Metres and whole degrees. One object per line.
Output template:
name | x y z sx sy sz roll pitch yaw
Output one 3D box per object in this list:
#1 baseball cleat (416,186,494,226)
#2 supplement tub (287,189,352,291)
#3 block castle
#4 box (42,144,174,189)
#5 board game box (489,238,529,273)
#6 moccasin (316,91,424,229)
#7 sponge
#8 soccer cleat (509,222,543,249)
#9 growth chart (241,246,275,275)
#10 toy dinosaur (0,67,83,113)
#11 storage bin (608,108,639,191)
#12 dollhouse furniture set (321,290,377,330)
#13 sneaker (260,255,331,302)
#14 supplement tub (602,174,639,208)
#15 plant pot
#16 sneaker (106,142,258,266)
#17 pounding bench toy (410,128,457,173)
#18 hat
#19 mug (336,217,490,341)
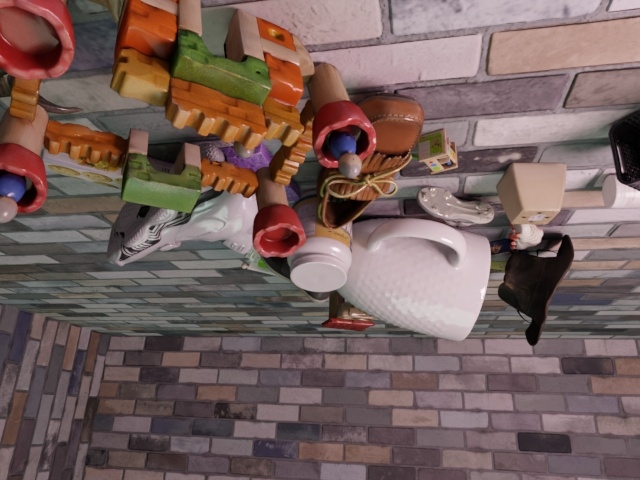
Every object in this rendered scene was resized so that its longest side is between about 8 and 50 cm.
baseball cleat | 0.291 -0.066 1.097 0.206 0.072 0.109 14 163 -19
supplement tub | 0.000 0.000 1.082 0.145 0.199 0.144 2 144 1
block castle | -0.179 -0.131 0.633 0.454 0.212 0.303 11 136 -29
box | -0.384 -0.139 0.983 0.324 0.063 0.067 14 157 -29
board game box | 0.479 0.061 1.448 0.243 0.042 0.165 -16 153 39
moccasin | 0.070 -0.123 0.858 0.139 0.146 0.380 10 158 -19
sponge | -0.133 -0.134 1.014 0.117 0.031 0.210 -6 157 18
soccer cleat | 0.518 -0.022 1.203 0.076 0.068 0.196 -10 164 17
growth chart | -0.113 0.014 1.293 0.172 0.021 0.237 9 131 -22
toy dinosaur | -0.493 -0.258 0.658 0.314 0.120 0.160 10 170 -33
storage bin | 0.566 -0.158 0.747 0.084 0.122 0.180 13 157 -25
dollhouse furniture set | 0.129 0.158 1.505 0.152 0.201 0.374 8 160 -16
sneaker | -0.052 0.049 1.202 0.222 0.083 0.118 35 138 13
supplement tub | 0.638 -0.100 0.967 0.107 0.071 0.071 -1 159 9
plant pot | 0.431 -0.089 0.980 0.109 0.096 0.109 2 159 4
sneaker | -0.263 -0.028 0.977 0.366 0.137 0.210 -34 136 27
pounding bench toy | 0.202 -0.157 0.887 0.083 0.052 0.065 -11 156 32
hat | 0.550 0.109 1.275 0.134 0.331 0.331 22 165 19
mug | 0.215 0.058 1.159 0.328 0.276 0.374 14 153 3
